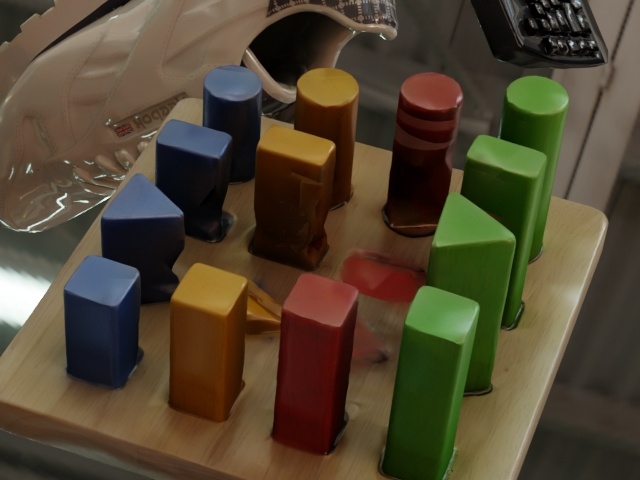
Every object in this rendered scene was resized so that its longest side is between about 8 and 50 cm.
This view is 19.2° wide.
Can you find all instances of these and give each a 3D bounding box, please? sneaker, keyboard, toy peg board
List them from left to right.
[{"bbox_3d":[-0.067,-0.063,0.804,0.235,0.090,0.095,-40,-114,32],"label":"sneaker"},{"bbox_3d":[0.000,0.000,0.594,0.160,0.161,0.079,17,-47,12],"label":"toy peg board"},{"bbox_3d":[0.073,-0.166,0.841,0.038,0.100,0.192,-36,-111,45],"label":"keyboard"}]
